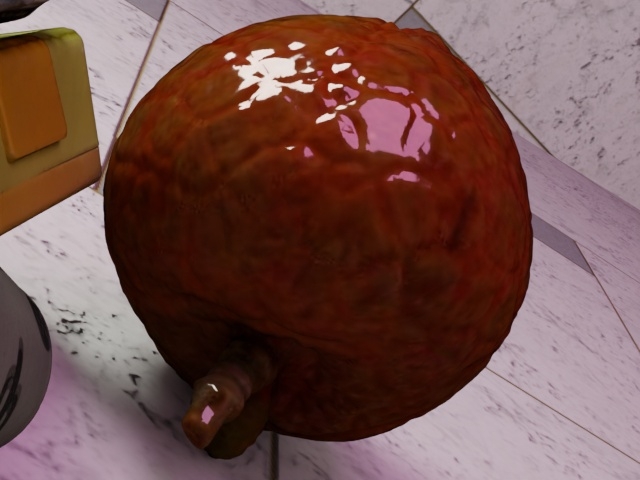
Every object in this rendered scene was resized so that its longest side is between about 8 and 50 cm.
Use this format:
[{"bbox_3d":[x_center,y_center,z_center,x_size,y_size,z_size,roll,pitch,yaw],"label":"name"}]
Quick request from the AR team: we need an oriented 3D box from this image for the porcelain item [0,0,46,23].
[{"bbox_3d":[-0.239,-0.173,0.672,0.288,0.186,0.138,-13,8,-26],"label":"porcelain item"}]

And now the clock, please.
[{"bbox_3d":[-0.198,-0.048,0.733,0.143,0.096,0.202,-2,10,10],"label":"clock"}]

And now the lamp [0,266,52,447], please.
[{"bbox_3d":[-0.180,0.032,0.549,0.121,0.121,0.214,40,0,20],"label":"lamp"}]

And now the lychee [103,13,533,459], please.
[{"bbox_3d":[0.000,0.000,0.828,0.255,0.255,0.300,28,51,-24],"label":"lychee"}]
